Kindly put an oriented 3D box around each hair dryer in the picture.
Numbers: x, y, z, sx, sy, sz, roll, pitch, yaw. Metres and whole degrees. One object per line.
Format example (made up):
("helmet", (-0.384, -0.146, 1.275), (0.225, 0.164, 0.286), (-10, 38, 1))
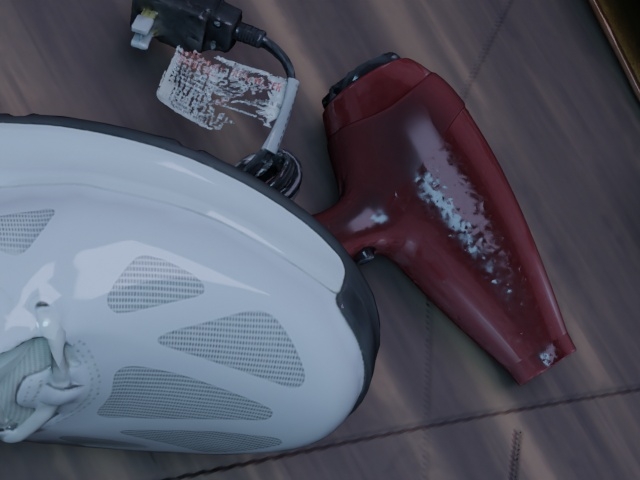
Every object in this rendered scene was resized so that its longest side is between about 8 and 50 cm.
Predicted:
("hair dryer", (0.000, 0.000, 0.858), (0.293, 0.080, 0.224), (20, 75, -5))

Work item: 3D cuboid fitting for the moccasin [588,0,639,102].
("moccasin", (0.253, -0.045, 0.925), (0.147, 0.139, 0.380), (-10, 69, -25))

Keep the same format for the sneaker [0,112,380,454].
("sneaker", (-0.198, 0.073, 0.631), (0.447, 0.169, 0.257), (11, 40, -7))
